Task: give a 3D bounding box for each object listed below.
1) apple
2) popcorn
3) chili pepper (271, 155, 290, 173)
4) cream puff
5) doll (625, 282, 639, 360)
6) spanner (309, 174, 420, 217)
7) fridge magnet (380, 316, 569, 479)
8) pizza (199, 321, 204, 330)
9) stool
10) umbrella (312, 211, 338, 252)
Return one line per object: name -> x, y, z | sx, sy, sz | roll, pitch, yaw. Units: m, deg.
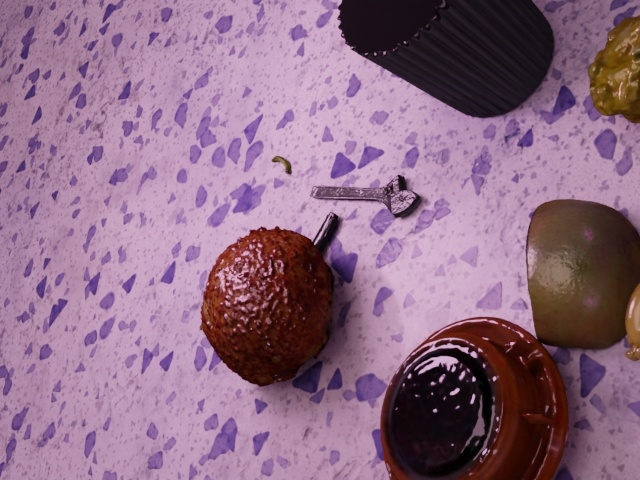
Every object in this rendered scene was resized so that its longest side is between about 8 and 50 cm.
apple -> 0.428, 0.040, 1.568 | 0.193, 0.120, 0.265 | -7, 68, 31
popcorn -> 0.543, -0.283, 1.588 | 0.197, 0.155, 0.198 | -49, 30, 42
chili pepper -> -0.093, -0.182, 2.276 | 0.030, 0.017, 0.083 | -54, 43, 13
cream puff -> -0.122, 0.131, 1.982 | 0.350, 0.228, 0.351 | -9, 77, 44
doll -> 0.530, 0.048, 1.469 | 0.086, 0.117, 0.291 | 19, 78, 5
spanner -> 0.090, -0.097, 2.045 | 0.325, 0.026, 0.093 | 5, 75, 48
fridge magnet -> 0.239, 0.298, 1.597 | 0.363, 0.155, 0.364 | -23, 54, 37
pizza -> -0.249, 0.187, 2.251 | 0.099, 0.029, 0.100 | -34, 47, 40
stool -> 0.247, -0.405, 1.806 | 0.297, 0.330, 0.297 | -22, 56, 37
umbrella -> -0.001, 0.000, 2.083 | 0.036, 0.031, 0.133 | 31, 93, 47
